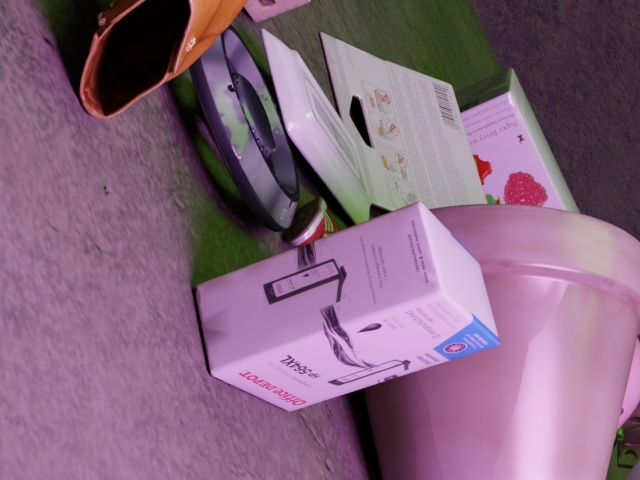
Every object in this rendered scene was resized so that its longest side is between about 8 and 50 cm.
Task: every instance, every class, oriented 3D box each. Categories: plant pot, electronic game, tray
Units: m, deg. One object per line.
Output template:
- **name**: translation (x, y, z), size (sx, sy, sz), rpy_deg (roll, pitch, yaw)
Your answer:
- **plant pot**: translation (0.172, 0.154, 1.260), size (0.323, 0.323, 0.280), rpy_deg (39, 49, -56)
- **electronic game**: translation (-0.077, -0.117, 1.213), size (0.229, 0.048, 0.229), rpy_deg (-21, 90, -81)
- **tray**: translation (0.005, -0.122, 1.445), size (0.270, 0.030, 0.145), rpy_deg (51, 22, -58)

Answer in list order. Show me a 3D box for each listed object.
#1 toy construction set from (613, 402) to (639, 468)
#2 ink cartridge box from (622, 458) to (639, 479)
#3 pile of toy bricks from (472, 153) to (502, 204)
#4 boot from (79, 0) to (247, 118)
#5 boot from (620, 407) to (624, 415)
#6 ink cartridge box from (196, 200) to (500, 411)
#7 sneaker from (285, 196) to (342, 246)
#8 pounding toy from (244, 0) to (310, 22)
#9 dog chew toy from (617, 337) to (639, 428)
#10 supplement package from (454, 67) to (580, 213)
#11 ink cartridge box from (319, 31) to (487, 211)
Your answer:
- **toy construction set**: translation (0.456, 0.255, 2.121), size (0.237, 0.258, 0.308), rpy_deg (72, -4, -53)
- **ink cartridge box**: translation (0.536, 0.478, 1.815), size (0.395, 0.166, 0.285), rpy_deg (96, -17, -60)
- **pile of toy bricks**: translation (0.249, -0.024, 1.916), size (0.118, 0.105, 0.212), rpy_deg (61, 19, -62)
- **boot**: translation (-0.075, -0.229, 0.979), size (0.104, 0.295, 0.211), rpy_deg (35, 26, -9)
- **boot**: translation (0.289, 0.129, 1.457), size (0.090, 0.248, 0.207), rpy_deg (43, 5, -48)
- **ink cartridge box**: translation (0.023, 0.061, 1.031), size (0.148, 0.203, 0.085), rpy_deg (37, 36, -57)
- **sneaker**: translation (0.000, 0.000, 1.306), size (0.067, 0.042, 0.118), rpy_deg (60, 16, -11)
- **pounding toy**: translation (-0.089, -0.327, 1.402), size (0.141, 0.100, 0.130), rpy_deg (37, 34, -78)
- **dog chew toy**: translation (0.260, 0.120, 1.637), size (0.332, 0.206, 0.206), rpy_deg (42, 19, -1)
- **supplement package**: translation (0.301, -0.108, 2.106), size (0.293, 0.178, 0.175), rpy_deg (62, 18, -15)
- **ink cartridge box**: translation (0.107, -0.125, 1.746), size (0.261, 0.066, 0.296), rpy_deg (16, 48, -36)
